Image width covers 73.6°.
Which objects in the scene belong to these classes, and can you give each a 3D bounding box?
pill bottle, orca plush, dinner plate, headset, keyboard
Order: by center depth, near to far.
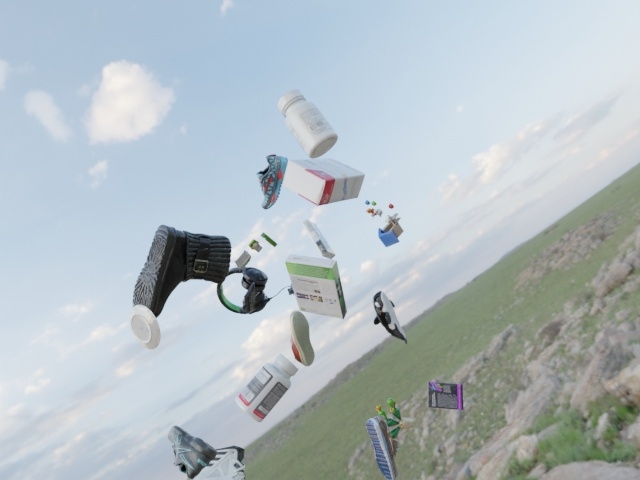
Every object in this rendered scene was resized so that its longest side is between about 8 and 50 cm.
[{"bbox_3d":[-0.527,0.260,1.270,0.141,0.141,0.017,-45,-12,31],"label":"dinner plate"},{"bbox_3d":[-0.051,-0.421,1.535,0.131,0.229,0.131,-34,-10,-7],"label":"pill bottle"},{"bbox_3d":[-0.307,0.262,1.848,0.180,0.023,0.108,101,-165,-57],"label":"keyboard"},{"bbox_3d":[0.296,0.359,1.959,0.102,0.287,0.151,-21,36,24],"label":"orca plush"},{"bbox_3d":[-0.262,0.737,2.170,0.318,0.176,0.176,-48,-13,-14],"label":"pill bottle"},{"bbox_3d":[-0.322,0.245,2.174,0.394,0.243,0.185,1,20,7],"label":"headset"}]

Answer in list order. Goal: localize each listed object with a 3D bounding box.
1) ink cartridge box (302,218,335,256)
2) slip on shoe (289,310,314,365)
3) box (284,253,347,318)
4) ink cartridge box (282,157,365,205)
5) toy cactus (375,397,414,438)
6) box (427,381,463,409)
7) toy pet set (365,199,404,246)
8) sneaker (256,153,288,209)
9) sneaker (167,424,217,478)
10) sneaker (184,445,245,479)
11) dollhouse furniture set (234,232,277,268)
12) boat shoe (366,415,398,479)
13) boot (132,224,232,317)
[{"bbox_3d":[0.000,0.000,2.223,0.045,0.206,0.208,-35,-17,8],"label":"ink cartridge box"},{"bbox_3d":[-0.114,0.500,2.185,0.123,0.101,0.331,-42,-50,-44],"label":"slip on shoe"},{"bbox_3d":[-0.016,0.210,1.926,0.058,0.232,0.322,-59,-34,-43],"label":"box"},{"bbox_3d":[0.018,-0.270,1.909,0.306,0.226,0.131,-14,-52,-50],"label":"ink cartridge box"},{"bbox_3d":[0.337,0.839,1.964,0.181,0.219,0.112,9,-15,-13],"label":"toy cactus"},{"bbox_3d":[0.588,0.733,2.021,0.162,0.116,0.029,2,-18,7],"label":"box"},{"bbox_3d":[0.166,-0.044,1.173,0.065,0.114,0.122,-45,26,-14],"label":"toy pet set"},{"bbox_3d":[-0.242,-0.273,1.967,0.125,0.104,0.261,15,-75,-21],"label":"sneaker"},{"bbox_3d":[-0.443,0.681,1.389,0.267,0.101,0.106,-8,41,50],"label":"sneaker"},{"bbox_3d":[-0.321,0.979,1.703,0.169,0.448,0.257,92,-158,-56],"label":"sneaker"},{"bbox_3d":[-0.223,0.047,1.470,0.151,0.058,0.076,-50,28,-5],"label":"dollhouse furniture set"},{"bbox_3d":[0.198,0.613,1.269,0.066,0.183,0.066,-13,-8,-31],"label":"boat shoe"},{"bbox_3d":[-0.458,0.128,1.451,0.260,0.131,0.348,18,-85,-46],"label":"boot"}]
